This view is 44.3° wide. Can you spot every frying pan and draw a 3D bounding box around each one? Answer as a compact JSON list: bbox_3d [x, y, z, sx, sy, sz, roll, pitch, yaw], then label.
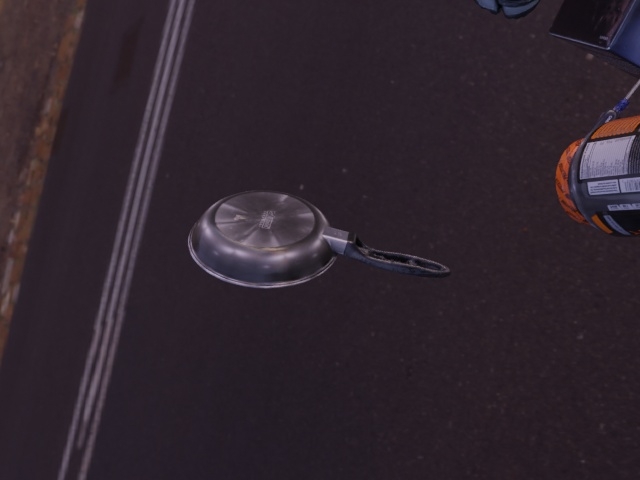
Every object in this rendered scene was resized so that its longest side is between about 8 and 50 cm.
[{"bbox_3d":[-0.017,0.013,0.998,0.326,0.197,0.053,21,128,23],"label":"frying pan"}]

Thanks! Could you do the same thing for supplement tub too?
[{"bbox_3d":[0.314,-0.060,0.719,0.190,0.117,0.116,180,101,-67],"label":"supplement tub"}]

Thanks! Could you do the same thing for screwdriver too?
[{"bbox_3d":[0.377,-0.179,0.941,0.170,0.024,0.025,-50,44,15],"label":"screwdriver"}]

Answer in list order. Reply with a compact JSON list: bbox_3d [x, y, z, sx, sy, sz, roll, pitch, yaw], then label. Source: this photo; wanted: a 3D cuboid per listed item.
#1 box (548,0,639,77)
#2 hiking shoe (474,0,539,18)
[{"bbox_3d":[0.586,-0.397,1.254,0.296,0.294,0.182,-65,25,15],"label":"box"},{"bbox_3d":[0.186,-0.432,1.145,0.132,0.304,0.113,83,-152,-62],"label":"hiking shoe"}]
